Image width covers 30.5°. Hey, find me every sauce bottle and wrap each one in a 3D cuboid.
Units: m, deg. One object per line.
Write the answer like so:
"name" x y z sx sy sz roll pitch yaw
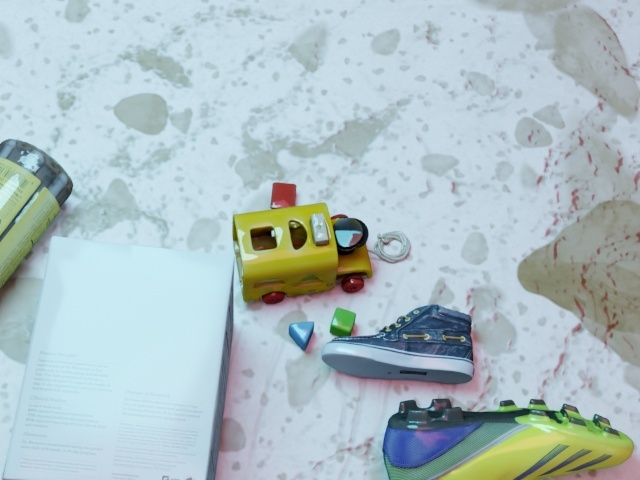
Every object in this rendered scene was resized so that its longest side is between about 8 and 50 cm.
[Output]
"sauce bottle" -0.426 0.037 1.356 0.111 0.111 0.344 30 65 10

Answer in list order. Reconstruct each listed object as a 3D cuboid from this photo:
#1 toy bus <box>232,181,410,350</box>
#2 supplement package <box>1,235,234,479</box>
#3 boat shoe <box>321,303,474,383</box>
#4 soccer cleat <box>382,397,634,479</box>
"toy bus" -0.011 0.007 1.407 0.191 0.104 0.202 32 67 10
"supplement package" -0.203 0.162 1.266 0.199 0.198 0.262 6 65 -1
"boat shoe" 0.092 0.118 1.389 0.183 0.065 0.083 8 63 -8
"soccer cleat" 0.212 0.247 1.336 0.289 0.093 0.121 3 95 -8
